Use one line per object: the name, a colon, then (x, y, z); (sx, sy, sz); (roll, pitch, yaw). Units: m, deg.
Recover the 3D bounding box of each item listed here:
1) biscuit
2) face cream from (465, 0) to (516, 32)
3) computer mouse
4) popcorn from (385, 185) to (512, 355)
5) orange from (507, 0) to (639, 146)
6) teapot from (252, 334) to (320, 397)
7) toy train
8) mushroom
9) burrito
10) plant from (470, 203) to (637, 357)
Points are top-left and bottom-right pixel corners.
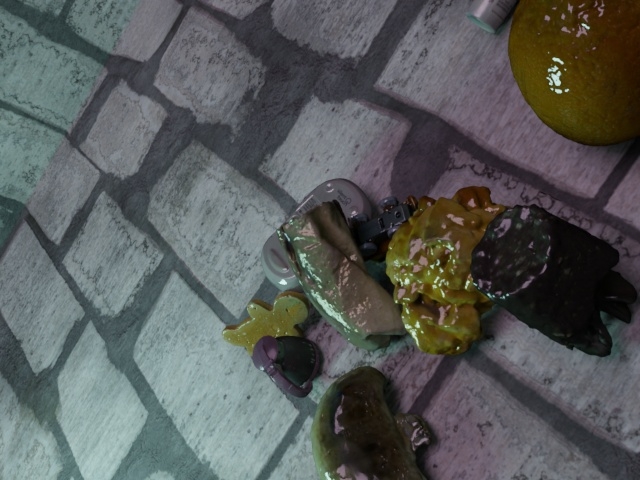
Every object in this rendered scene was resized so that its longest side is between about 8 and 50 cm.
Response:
biscuit: (-0.112, 0.193, 1.925); (0.234, 0.153, 0.030); (-45, 19, 32)
face cream: (0.420, -0.582, 1.801); (0.269, 0.082, 0.082); (-57, 43, 8)
computer mouse: (0.000, 0.000, 1.921); (0.297, 0.121, 0.184); (-47, 52, 0)
popcorn: (0.242, 0.052, 1.590); (0.265, 0.225, 0.332); (17, 96, 42)
orange: (0.478, -0.336, 1.425); (0.322, 0.357, 0.322); (-14, 60, 25)
teapot: (-0.082, 0.277, 1.848); (0.116, 0.146, 0.148); (-18, 60, 38)
toy train: (0.144, -0.018, 1.779); (0.219, 0.127, 0.089); (-29, 61, 27)
mushroom: (0.092, 0.396, 1.626); (0.247, 0.130, 0.344); (-29, 53, 23)
burrito: (0.036, 0.086, 1.723); (0.331, 0.135, 0.190); (60, 143, 9)
plant: (0.395, 0.062, 1.391); (0.188, 0.276, 0.199); (-58, 33, 1)
